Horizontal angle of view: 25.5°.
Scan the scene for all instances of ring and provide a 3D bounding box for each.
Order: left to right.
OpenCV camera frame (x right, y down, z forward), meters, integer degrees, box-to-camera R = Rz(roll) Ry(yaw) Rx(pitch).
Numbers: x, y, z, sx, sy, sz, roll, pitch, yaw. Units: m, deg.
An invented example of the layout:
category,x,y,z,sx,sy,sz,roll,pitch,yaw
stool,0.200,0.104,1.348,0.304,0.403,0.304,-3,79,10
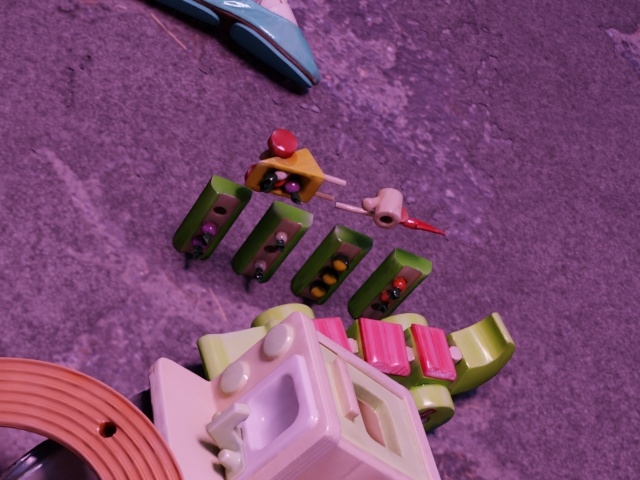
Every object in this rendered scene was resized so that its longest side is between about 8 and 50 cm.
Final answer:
category,x,y,z,sx,sy,sz,roll,pitch,yaw
ring,-0.262,0.245,1.081,0.337,0.032,0.336,0,58,0

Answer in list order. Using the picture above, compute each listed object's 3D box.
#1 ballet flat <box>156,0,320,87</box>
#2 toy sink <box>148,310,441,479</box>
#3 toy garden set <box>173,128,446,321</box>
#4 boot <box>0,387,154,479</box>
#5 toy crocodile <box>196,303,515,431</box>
category,x,y,z,sx,sy,sz,roll,pitch,yaw
ballet flat,-0.091,-0.270,1.617,0.247,0.083,0.087,30,81,-6
toy sink,-0.016,0.168,1.235,0.234,0.131,0.153,35,24,-33
toy garden set,0.000,0.000,1.395,0.244,0.204,0.049,21,49,-16
boot,-0.166,0.229,1.209,0.246,0.083,0.161,-25,78,-40
toy crocodile,0.039,0.118,1.398,0.340,0.105,0.115,4,55,-29
